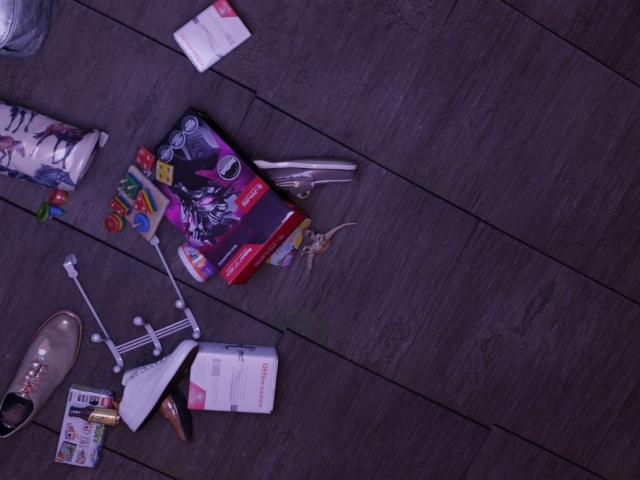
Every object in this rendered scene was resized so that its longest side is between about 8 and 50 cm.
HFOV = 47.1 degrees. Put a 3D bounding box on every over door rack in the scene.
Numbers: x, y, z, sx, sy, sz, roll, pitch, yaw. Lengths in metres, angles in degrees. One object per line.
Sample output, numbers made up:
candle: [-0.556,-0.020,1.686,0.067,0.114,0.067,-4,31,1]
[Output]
over door rack: [-0.466,0.147,1.819,0.239,0.108,0.324,-22,104,-3]

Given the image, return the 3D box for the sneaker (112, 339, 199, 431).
sneaker: [-0.419,0.335,1.813,0.123,0.106,0.290,42,104,10]

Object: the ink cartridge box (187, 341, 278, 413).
ink cartridge box: [-0.226,0.353,1.902,0.217,0.092,0.159,6,101,-7]

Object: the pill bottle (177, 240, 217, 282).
pill bottle: [-0.245,0.009,1.818,0.193,0.108,0.108,-34,104,0]

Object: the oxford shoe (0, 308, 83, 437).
oxford shoe: [-0.693,0.336,1.815,0.123,0.130,0.348,26,97,-12]

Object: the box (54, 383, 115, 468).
box: [-0.611,0.483,1.906,0.114,0.036,0.207,14,100,-10]

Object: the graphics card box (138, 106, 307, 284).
graphics card box: [-0.240,-0.104,1.714,0.233,0.094,0.371,-47,75,12]

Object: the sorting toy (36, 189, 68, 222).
sorting toy: [-0.642,-0.080,1.780,0.042,0.061,0.102,24,108,-46]

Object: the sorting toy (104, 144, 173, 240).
sorting toy: [-0.427,-0.089,1.712,0.132,0.046,0.274,44,125,14]

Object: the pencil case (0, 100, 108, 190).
pencil case: [-0.708,-0.241,1.672,0.410,0.160,0.184,18,61,-13]

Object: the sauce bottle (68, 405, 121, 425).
sauce bottle: [-0.571,0.442,1.862,0.128,0.042,0.042,9,101,-9]

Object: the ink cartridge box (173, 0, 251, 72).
ink cartridge box: [-0.255,-0.483,1.735,0.150,0.063,0.109,-36,104,1]

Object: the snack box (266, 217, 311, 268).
snack box: [-0.095,-0.007,1.848,0.100,0.037,0.141,18,100,-44]

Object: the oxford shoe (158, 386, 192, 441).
oxford shoe: [-0.394,0.431,1.913,0.076,0.076,0.212,-21,95,11]

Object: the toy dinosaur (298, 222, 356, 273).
toy dinosaur: [0.000,0.000,1.870,0.183,0.053,0.092,-49,143,13]

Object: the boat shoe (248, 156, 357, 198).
boat shoe: [-0.072,-0.154,1.805,0.324,0.116,0.097,-1,102,-3]

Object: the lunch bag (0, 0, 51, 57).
lunch bag: [-0.687,-0.518,1.547,0.212,0.305,0.256,-7,102,-5]
